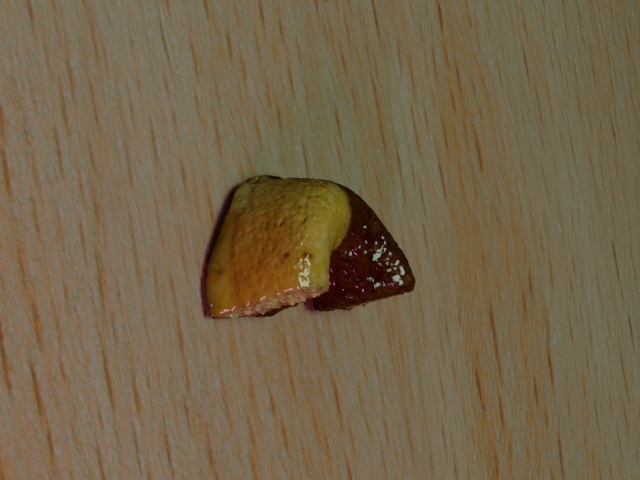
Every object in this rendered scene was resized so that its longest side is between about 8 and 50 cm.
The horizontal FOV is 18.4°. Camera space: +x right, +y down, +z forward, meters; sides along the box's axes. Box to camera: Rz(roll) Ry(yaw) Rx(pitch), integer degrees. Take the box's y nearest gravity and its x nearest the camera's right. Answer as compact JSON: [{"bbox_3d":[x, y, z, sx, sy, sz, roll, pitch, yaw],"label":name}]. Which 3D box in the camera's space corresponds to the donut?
[{"bbox_3d":[0.000,0.000,2.067,0.295,0.112,0.151,1,83,-59],"label":"donut"}]
